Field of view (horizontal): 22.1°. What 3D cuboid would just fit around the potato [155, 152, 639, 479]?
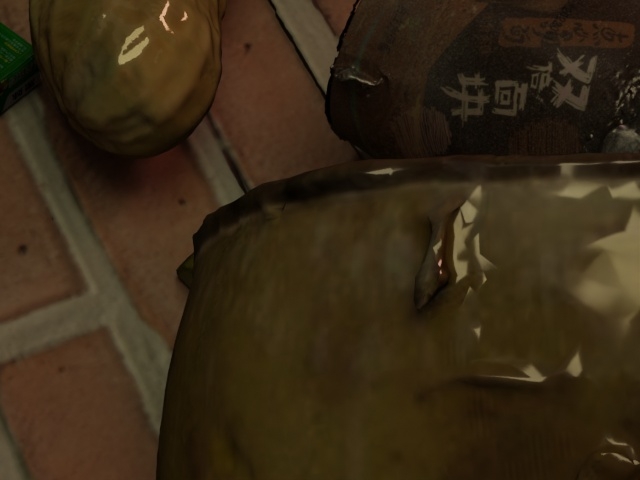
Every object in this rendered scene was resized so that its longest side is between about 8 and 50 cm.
[{"bbox_3d":[0.146,0.164,0.746,0.442,0.385,0.319,1,73,1],"label":"potato"}]

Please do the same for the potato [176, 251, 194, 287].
[{"bbox_3d":[0.000,0.000,1.004,0.120,0.081,0.149,40,61,16],"label":"potato"}]

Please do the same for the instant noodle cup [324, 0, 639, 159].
[{"bbox_3d":[0.133,-0.091,1.012,0.207,0.217,0.217,31,59,21],"label":"instant noodle cup"}]

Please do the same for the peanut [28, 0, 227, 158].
[{"bbox_3d":[-0.118,-0.175,1.080,0.130,0.130,0.290,9,53,-1],"label":"peanut"}]

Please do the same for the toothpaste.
[{"bbox_3d":[-0.267,-0.151,1.096,0.178,0.037,0.043,36,57,15],"label":"toothpaste"}]
